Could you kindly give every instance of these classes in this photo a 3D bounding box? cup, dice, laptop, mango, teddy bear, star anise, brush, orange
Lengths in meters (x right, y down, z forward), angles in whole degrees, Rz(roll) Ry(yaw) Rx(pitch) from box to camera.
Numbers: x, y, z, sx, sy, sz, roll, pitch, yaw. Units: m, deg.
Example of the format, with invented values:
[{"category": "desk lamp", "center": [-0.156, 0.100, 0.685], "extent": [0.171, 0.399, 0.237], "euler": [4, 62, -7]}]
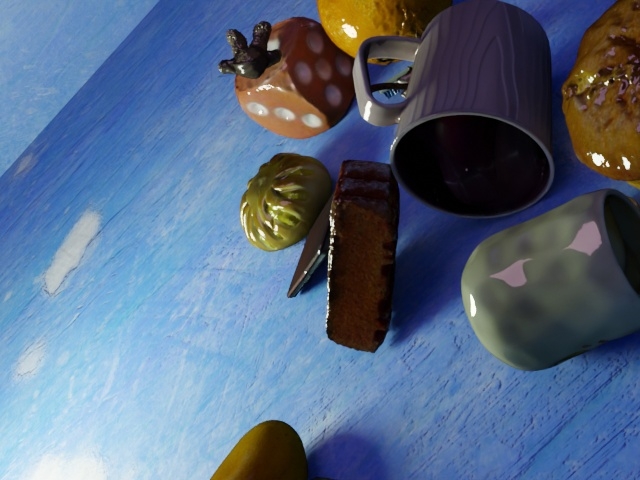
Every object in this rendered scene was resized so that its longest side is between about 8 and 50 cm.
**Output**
[{"category": "cup", "center": [0.288, 0.020, 1.347], "extent": [0.202, 0.173, 0.255], "euler": [-28, 38, 33]}, {"category": "dice", "center": [-0.045, -0.310, 2.165], "extent": [0.174, 0.179, 0.174], "euler": [-13, 52, 47]}, {"category": "laptop", "center": [0.000, 0.000, 1.831], "extent": [0.207, 0.026, 0.153], "euler": [123, 167, -60]}, {"category": "cup", "center": [0.198, -0.190, 1.630], "extent": [0.289, 0.208, 0.273], "euler": [-3, 48, 19]}, {"category": "mango", "center": [-0.089, 0.349, 1.567], "extent": [0.152, 0.120, 0.221], "euler": [-7, 45, 53]}, {"category": "teddy bear", "center": [-0.129, -0.336, 2.069], "extent": [0.120, 0.077, 0.160], "euler": [-10, 35, 2]}, {"category": "star anise", "center": [0.177, -0.268, 1.841], "extent": [0.234, 0.073, 0.177], "euler": [-17, -3, 6]}, {"category": "brush", "center": [0.181, -0.308, 1.998], "extent": [0.179, 0.030, 0.033], "euler": [-33, 18, 12]}, {"category": "orange", "center": [0.115, -0.435, 2.004], "extent": [0.246, 0.246, 0.246], "euler": [-34, 34, 28]}]

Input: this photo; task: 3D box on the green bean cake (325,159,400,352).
[{"category": "green bean cake", "center": [0.064, 0.014, 1.633], "extent": [0.097, 0.232, 0.198], "euler": [5, 42, 5]}]

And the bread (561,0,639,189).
[{"category": "bread", "center": [0.438, -0.191, 1.355], "extent": [0.312, 0.172, 0.312], "euler": [-32, 41, 33]}]

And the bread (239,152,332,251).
[{"category": "bread", "center": [-0.073, -0.075, 2.021], "extent": [0.213, 0.105, 0.213], "euler": [-34, 37, 31]}]

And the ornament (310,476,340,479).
[{"category": "ornament", "center": [0.002, 0.424, 1.405], "extent": [0.202, 0.080, 0.236], "euler": [-2, 54, 57]}]
